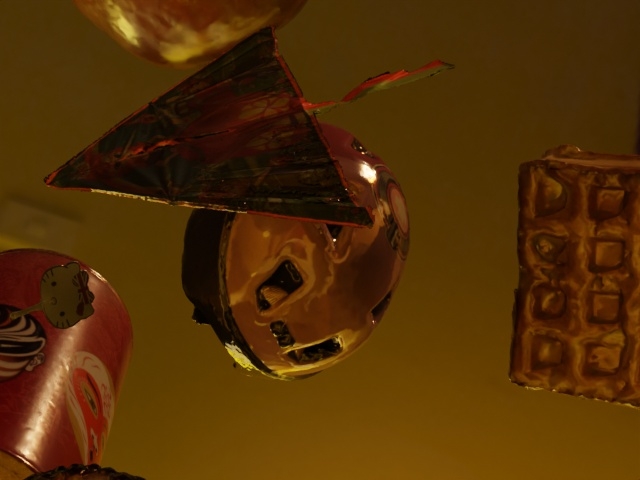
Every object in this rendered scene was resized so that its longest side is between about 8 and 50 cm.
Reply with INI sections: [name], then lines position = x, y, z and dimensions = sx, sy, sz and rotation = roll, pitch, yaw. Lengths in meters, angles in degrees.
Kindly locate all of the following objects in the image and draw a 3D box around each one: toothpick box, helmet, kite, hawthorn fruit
[toothpick box]
position = -0.295, 0.169, 1.264
dimensions = 0.333, 0.204, 0.204
rotation = -85, 14, -64
[helmet]
position = 0.000, 0.000, 1.132
dimensions = 0.154, 0.198, 0.253
rotation = 0, 39, 43
[kite]
position = -0.025, -0.042, 0.508
dimensions = 0.190, 0.159, 0.010
rotation = -111, 6, -59
[hawthorn fruit]
position = -0.107, -0.238, 0.907
dimensions = 0.251, 0.199, 0.199
rotation = 57, -140, -50

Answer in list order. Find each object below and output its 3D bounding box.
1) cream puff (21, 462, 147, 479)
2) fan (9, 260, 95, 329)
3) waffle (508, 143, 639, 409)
[cream puff]
position = -0.142, 0.263, 0.938
dimensions = 0.164, 0.239, 0.239
rotation = -25, -26, -33
[fan]
position = -0.229, 0.051, 1.167
dimensions = 0.004, 0.083, 0.056
rotation = -3, 103, 49
[waffle]
position = 0.307, 0.036, 1.126
dimensions = 0.091, 0.308, 0.213
rotation = -12, -74, -59
